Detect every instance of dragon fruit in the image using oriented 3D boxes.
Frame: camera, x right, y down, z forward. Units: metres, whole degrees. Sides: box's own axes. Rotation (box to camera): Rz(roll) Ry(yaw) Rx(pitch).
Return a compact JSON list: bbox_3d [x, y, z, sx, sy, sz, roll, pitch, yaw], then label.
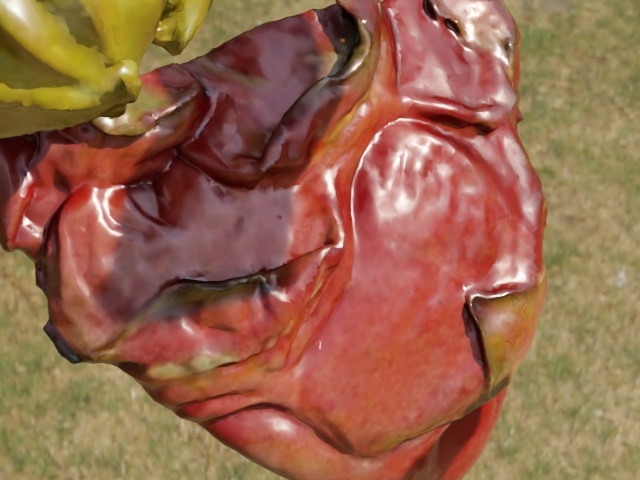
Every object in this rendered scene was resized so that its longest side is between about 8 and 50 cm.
[{"bbox_3d":[0.008,-0.005,0.806,0.329,0.228,0.286,12,50,-53],"label":"dragon fruit"}]

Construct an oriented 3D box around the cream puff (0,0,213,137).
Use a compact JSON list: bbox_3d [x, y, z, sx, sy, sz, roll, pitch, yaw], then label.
[{"bbox_3d":[-0.147,-0.186,0.627,0.257,0.291,0.324,34,10,-7],"label":"cream puff"}]
